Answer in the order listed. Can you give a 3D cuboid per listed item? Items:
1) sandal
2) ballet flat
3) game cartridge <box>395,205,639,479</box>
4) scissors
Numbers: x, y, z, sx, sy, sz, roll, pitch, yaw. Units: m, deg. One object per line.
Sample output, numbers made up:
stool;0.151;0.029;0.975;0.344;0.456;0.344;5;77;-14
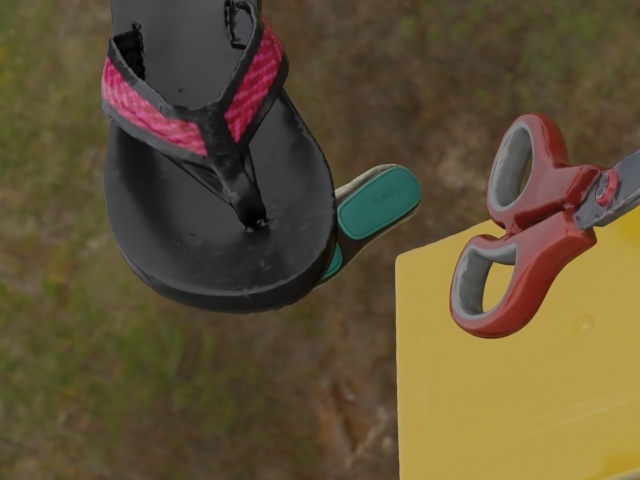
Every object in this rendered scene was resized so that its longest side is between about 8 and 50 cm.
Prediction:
sandal;-0.039;-0.051;0.558;0.040;0.067;0.179;80;177;-51
ballet flat;0.000;0.000;1.217;0.168;0.057;0.052;-26;-3;-34
game cartridge;0.207;0.077;1.382;0.324;0.052;0.285;-22;45;25
scissors;0.112;-0.007;0.743;0.297;0.021;0.109;-178;107;-76
